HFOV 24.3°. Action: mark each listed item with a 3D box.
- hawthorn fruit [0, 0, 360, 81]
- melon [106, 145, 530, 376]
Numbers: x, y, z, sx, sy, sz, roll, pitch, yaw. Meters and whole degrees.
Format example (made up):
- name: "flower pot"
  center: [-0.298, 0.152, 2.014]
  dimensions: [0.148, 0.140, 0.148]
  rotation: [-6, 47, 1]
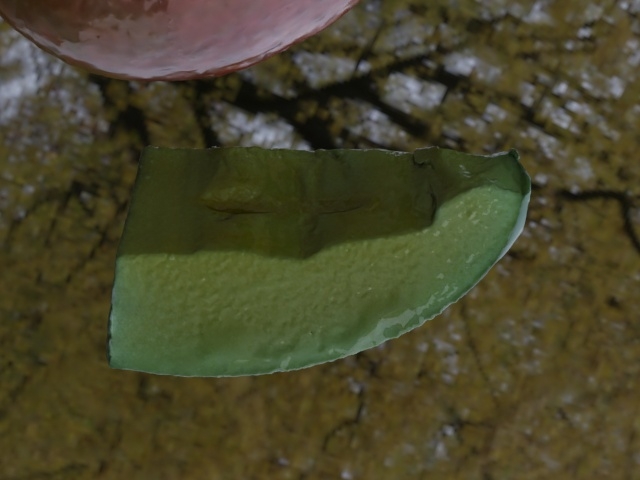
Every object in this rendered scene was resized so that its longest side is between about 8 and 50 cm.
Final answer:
- name: "hawthorn fruit"
  center: [-0.049, -0.144, 0.520]
  dimensions: [0.189, 0.189, 0.189]
  rotation: [-36, -137, 43]
- name: "melon"
  center: [0.000, 0.000, 1.114]
  dimensions: [0.323, 0.124, 0.196]
  rotation: [-3, -122, 13]
